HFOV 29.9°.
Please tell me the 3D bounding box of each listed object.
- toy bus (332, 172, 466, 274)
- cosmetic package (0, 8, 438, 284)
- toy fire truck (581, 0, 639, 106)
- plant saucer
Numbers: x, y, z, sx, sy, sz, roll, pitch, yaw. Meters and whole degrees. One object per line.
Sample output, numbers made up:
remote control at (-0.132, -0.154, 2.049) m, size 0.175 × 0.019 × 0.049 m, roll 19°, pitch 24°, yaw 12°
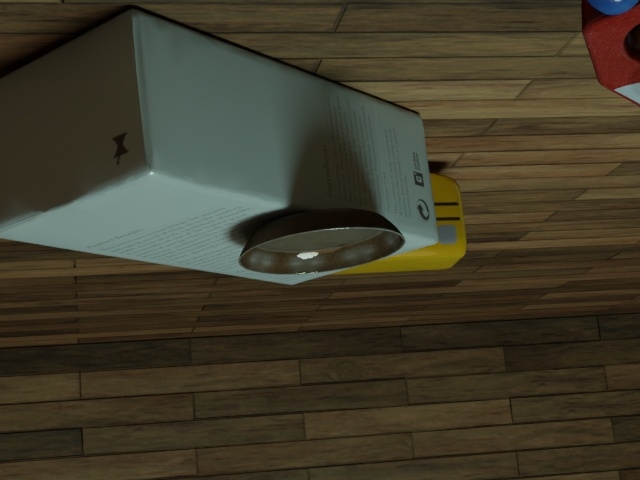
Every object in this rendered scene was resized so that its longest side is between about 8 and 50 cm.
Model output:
toy bus at (0.013, -0.025, 1.560) m, size 0.333 × 0.130 × 0.108 m, roll -2°, pitch 166°, yaw -11°
cosmetic package at (-0.099, -0.073, 1.251) m, size 0.230 × 0.161 × 0.453 m, roll -17°, pitch 162°, yaw 35°
toy fire truck at (0.340, -0.194, 0.940) m, size 0.254 × 0.169 × 0.302 m, roll 20°, pitch 153°, yaw -39°
plant saucer at (0.000, 0.000, 1.201) m, size 0.168 × 0.029 × 0.168 m, roll -7°, pitch 164°, yaw -2°
